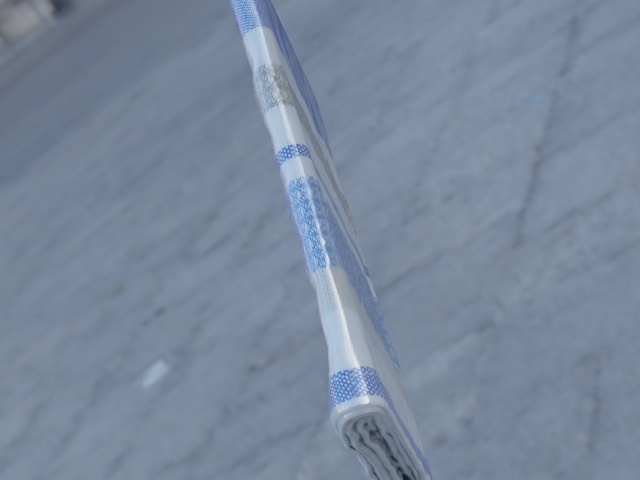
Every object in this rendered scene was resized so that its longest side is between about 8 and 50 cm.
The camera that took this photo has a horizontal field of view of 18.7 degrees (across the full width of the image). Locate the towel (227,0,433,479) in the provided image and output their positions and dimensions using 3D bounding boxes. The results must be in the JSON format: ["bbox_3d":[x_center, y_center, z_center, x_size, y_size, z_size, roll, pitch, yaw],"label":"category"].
[{"bbox_3d":[0.000,0.000,1.077,0.034,0.285,0.209,-18,-23,4],"label":"towel"}]
